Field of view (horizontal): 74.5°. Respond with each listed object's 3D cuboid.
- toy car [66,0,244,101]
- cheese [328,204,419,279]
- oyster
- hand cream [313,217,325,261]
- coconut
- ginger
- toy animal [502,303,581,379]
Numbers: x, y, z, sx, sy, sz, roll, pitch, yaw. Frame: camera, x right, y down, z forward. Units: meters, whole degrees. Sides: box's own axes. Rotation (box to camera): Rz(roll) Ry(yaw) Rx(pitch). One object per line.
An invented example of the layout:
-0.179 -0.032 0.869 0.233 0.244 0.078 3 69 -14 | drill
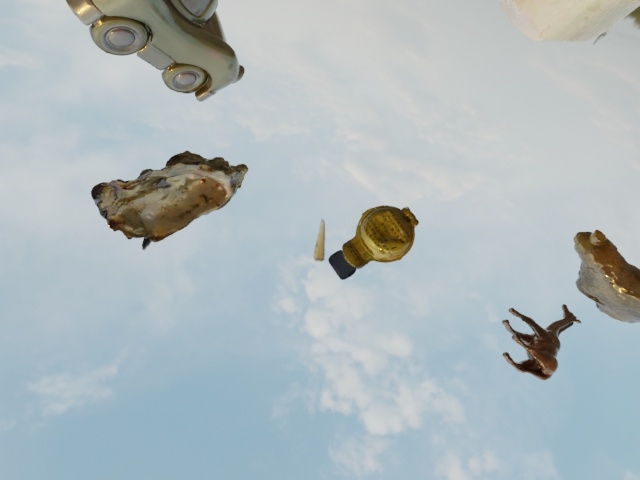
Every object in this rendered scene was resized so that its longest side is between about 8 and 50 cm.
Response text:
-0.258 -0.435 0.734 0.336 0.226 0.242 10 -124 -68 | toy car
0.134 0.003 1.083 0.250 0.064 0.157 -34 -106 3 | cheese
-0.350 -0.134 1.020 0.361 0.221 0.096 -32 -116 -14 | oyster
0.000 0.000 1.385 0.039 0.143 0.061 4 -171 -5 | hand cream
0.348 -0.381 0.568 0.224 0.224 0.234 -1 -175 -14 | coconut
0.563 0.104 0.696 0.333 0.166 0.080 38 -114 21 | ginger
0.502 0.210 0.944 0.229 0.066 0.224 26 -128 -14 | toy animal
